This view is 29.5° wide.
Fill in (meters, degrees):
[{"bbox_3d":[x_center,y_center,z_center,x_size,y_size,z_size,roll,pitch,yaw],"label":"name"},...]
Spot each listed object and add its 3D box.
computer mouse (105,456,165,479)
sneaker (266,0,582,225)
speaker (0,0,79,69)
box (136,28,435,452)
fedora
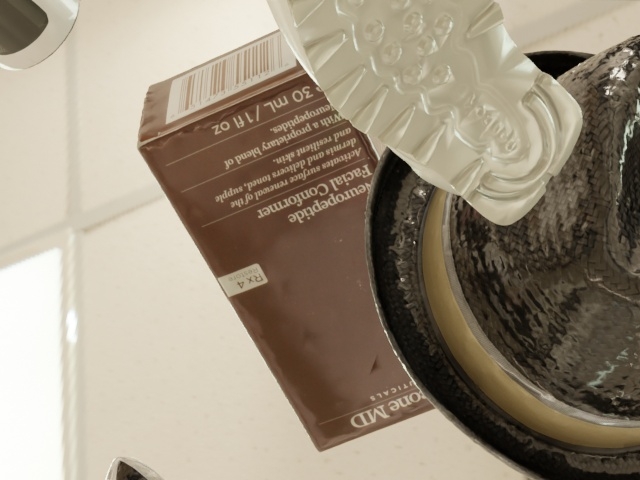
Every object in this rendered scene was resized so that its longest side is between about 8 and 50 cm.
[{"bbox_3d":[-0.077,0.197,0.709,0.193,0.042,0.106,29,-46,38],"label":"computer mouse"},{"bbox_3d":[0.025,-0.089,0.515,0.090,0.235,0.095,-47,-131,-3],"label":"sneaker"},{"bbox_3d":[-0.165,-0.130,0.519,0.055,0.136,0.055,-12,-119,23],"label":"speaker"},{"bbox_3d":[0.000,0.000,1.149,0.191,0.381,0.143,-23,-150,11],"label":"box"},{"bbox_3d":[0.191,-0.019,0.722,0.152,0.334,0.334,119,-39,-54],"label":"fedora"}]
